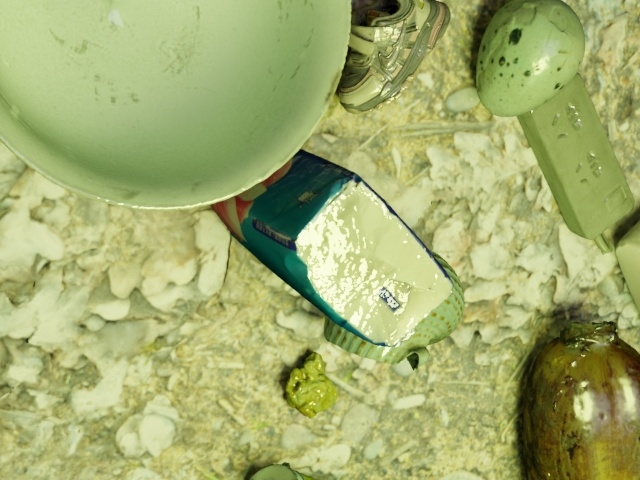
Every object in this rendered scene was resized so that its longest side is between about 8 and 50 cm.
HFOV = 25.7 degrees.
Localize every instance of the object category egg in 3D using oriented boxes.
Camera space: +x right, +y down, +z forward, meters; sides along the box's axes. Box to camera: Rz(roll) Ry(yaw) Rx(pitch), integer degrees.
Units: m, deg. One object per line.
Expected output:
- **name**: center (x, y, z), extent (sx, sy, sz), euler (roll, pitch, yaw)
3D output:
- **egg**: center (0.259, -0.231, 1.766), extent (0.131, 0.131, 0.164), euler (30, 97, -32)

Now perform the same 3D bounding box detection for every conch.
- **conch**: center (0.098, 0.073, 1.746), extent (0.172, 0.200, 0.131), euler (10, 102, -7)

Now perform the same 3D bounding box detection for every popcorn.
- **popcorn**: center (-0.010, 0.186, 1.796), extent (0.068, 0.059, 0.083), euler (11, 76, -2)

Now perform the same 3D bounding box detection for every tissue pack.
- **tissue pack**: center (0.000, 0.000, 1.617), extent (0.137, 0.269, 0.209), euler (-50, 122, -7)

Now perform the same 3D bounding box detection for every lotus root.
- **lotus root**: center (0.383, 0.286, 1.962), extent (0.196, 0.179, 0.397), euler (-17, 114, -25)

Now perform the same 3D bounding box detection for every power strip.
- **power strip**: center (0.353, -0.097, 1.903), extent (0.093, 0.053, 0.288), euler (-37, 118, -13)

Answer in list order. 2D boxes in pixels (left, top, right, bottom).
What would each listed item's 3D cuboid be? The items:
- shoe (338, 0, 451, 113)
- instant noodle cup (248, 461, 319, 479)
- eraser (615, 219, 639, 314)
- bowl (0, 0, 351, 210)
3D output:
- **shoe**: center (0.076, -0.239, 1.689), extent (0.092, 0.089, 0.180), euler (43, 81, -32)
- **instant noodle cup**: center (0.027, 0.440, 1.793), extent (0.312, 0.284, 0.284), euler (33, 89, -24)
- **eraser**: center (0.594, 0.108, 1.942), extent (0.150, 0.331, 0.331), euler (-39, 120, -19)
- **bowl**: center (-0.202, -0.246, 1.455), extent (0.435, 0.196, 0.435), euler (0, 91, -25)
